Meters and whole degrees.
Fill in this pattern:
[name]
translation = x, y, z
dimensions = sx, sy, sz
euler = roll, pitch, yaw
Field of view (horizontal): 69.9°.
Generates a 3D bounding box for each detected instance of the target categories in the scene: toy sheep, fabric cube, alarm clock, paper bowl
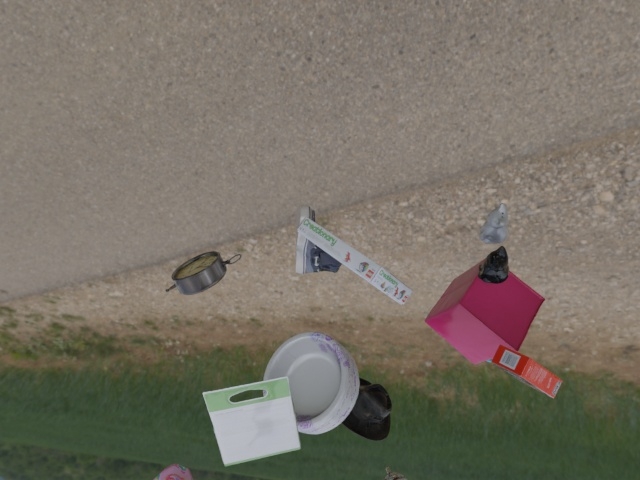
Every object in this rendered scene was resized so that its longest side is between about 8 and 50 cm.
[toy sheep]
translation = 0.217, 0.707, 1.301
dimensions = 0.091, 0.132, 0.091
euler = -10, 136, -10
[fabric cube]
translation = 0.591, 0.255, 1.668
dimensions = 0.254, 0.259, 0.258
euler = 41, 152, 6
[alarm clock]
translation = -0.280, 0.076, 1.136
dimensions = 0.192, 0.129, 0.064
euler = -23, 111, 9
[paper bowl]
translation = -0.019, 0.431, 1.381
dimensions = 0.284, 0.284, 0.148
euler = -8, 147, 28

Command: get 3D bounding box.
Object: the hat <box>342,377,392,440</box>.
[hat]
translation = 0.220, 0.712, 2.023
dimensions = 0.331, 0.331, 0.134
euler = 25, 126, -27

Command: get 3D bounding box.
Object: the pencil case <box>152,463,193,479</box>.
[pencil case]
translation = -0.300, 0.675, 1.084
dimensions = 0.284, 0.124, 0.124
euler = 37, 165, 30

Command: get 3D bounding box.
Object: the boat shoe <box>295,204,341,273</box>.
[boat shoe]
translation = 0.000, 0.000, 1.466
dimensions = 0.158, 0.127, 0.340
euler = 1, 152, -3

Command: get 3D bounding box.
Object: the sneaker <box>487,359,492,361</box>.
[sneaker]
translation = 0.618, 0.372, 1.831
dimensions = 0.107, 0.110, 0.275
euler = -38, 104, 6

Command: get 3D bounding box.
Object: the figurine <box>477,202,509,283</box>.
[figurine]
translation = 0.536, 0.009, 1.394
dimensions = 0.092, 0.214, 0.209
euler = 2, 166, 15

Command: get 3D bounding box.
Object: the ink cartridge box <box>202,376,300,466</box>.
[ink cartridge box]
translation = -0.138, 0.363, 0.956
dimensions = 0.171, 0.056, 0.235
euler = -9, 120, -7

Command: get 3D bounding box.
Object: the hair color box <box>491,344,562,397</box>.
[hair color box]
translation = 0.413, 0.262, 0.915
dimensions = 0.141, 0.043, 0.072
euler = 33, 173, -31

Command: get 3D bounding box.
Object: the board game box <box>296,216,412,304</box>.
[board game box]
translation = 0.089, 0.053, 1.250
dimensions = 0.305, 0.053, 0.193
euler = 35, 180, 41
